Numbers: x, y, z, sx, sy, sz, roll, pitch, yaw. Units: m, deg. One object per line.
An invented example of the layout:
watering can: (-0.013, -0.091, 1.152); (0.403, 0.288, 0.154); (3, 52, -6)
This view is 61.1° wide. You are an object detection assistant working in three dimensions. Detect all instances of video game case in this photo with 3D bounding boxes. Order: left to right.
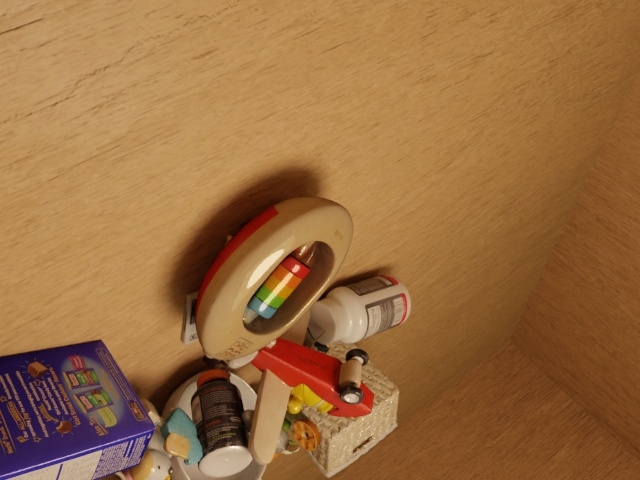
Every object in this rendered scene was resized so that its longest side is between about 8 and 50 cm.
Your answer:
video game case: (-0.252, 0.170, 1.360); (0.190, 0.022, 0.173); (-17, 140, -35)

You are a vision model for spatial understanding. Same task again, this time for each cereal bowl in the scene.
cereal bowl: (-0.304, 0.535, 1.478); (0.141, 0.338, 0.339); (-29, 158, 31)

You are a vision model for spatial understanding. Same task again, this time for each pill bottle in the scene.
pill bottle: (-0.251, 0.441, 1.344); (0.131, 0.245, 0.130); (-10, 131, -12)
pill bottle: (0.118, 0.218, 1.683); (0.319, 0.176, 0.176); (-11, 136, -41)

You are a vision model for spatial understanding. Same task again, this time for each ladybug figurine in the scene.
ladybug figurine: (-0.120, 0.074, 1.215); (0.449, 0.162, 0.305); (-47, 145, -1)

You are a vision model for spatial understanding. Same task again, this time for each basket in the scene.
basket: (0.056, 0.556, 1.887); (0.328, 0.331, 0.266); (-27, 139, -26)

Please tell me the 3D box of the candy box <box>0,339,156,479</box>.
candy box: (-0.522, 0.335, 1.016); (0.317, 0.268, 0.122); (0, 123, -48)

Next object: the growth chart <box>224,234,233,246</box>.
growth chart: (-0.147, 0.020, 1.303); (0.237, 0.021, 0.172); (-13, 136, -40)

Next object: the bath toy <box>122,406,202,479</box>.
bath toy: (-0.426, 0.540, 1.270); (0.348, 0.129, 0.151); (-39, -177, 21)

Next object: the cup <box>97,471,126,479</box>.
cup: (-0.613, 0.494, 1.131); (0.331, 0.237, 0.331); (-30, 146, -22)

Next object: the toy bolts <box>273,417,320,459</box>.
toy bolts: (-0.138, 0.581, 1.684); (0.158, 0.218, 0.228); (-21, 99, -45)

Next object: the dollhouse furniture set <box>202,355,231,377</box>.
dollhouse furniture set: (-0.244, 0.312, 1.493); (0.114, 0.091, 0.081); (-53, 163, 9)

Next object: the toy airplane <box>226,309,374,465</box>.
toy airplane: (-0.093, 0.351, 1.412); (0.386, 0.384, 0.272); (-12, 145, -39)

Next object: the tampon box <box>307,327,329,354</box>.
tampon box: (-0.078, 0.358, 1.701); (0.161, 0.101, 0.120); (-49, 149, 7)

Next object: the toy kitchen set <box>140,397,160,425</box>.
toy kitchen set: (-0.424, 0.416, 1.260); (0.122, 0.207, 0.166); (-41, 129, -12)

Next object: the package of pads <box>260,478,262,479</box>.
package of pads: (-0.332, 0.778, 1.748); (0.229, 0.296, 0.101); (-29, 110, -22)
